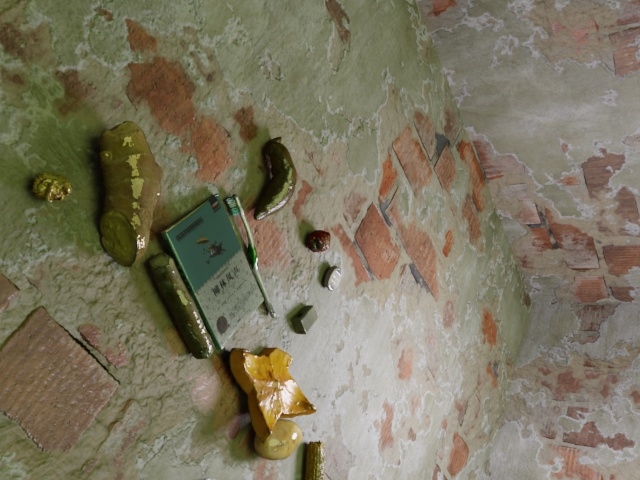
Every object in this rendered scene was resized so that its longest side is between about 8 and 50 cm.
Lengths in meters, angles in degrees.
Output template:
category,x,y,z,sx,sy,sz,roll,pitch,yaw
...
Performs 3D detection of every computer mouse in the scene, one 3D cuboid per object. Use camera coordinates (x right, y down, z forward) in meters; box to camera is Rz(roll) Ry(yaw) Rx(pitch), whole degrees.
category,x,y,z,sx,sy,sz,roll,pitch,yaw
computer mouse,0.041,0.136,2.167,0.066,0.039,0.096,50,58,-37

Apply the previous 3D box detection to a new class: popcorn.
category,x,y,z,sx,sy,sz,roll,pitch,yaw
popcorn,-0.592,-0.117,1.324,0.082,0.083,0.057,-33,143,-72

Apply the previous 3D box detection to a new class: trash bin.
category,x,y,z,sx,sy,sz,roll,pitch,yaw
trash bin,-0.052,0.268,2.032,0.092,0.043,0.061,-45,122,-49

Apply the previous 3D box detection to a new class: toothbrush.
category,x,y,z,sx,sy,sz,roll,pitch,yaw
toothbrush,-0.203,0.054,1.848,0.040,0.042,0.418,-26,109,-20

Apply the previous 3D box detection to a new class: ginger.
category,x,y,z,sx,sy,sz,roll,pitch,yaw
ginger,-0.465,-0.112,1.458,0.190,0.126,0.354,15,78,-62

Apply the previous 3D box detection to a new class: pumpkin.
category,x,y,z,sx,sy,sz,roll,pitch,yaw
pumpkin,-0.151,0.433,1.814,0.258,0.095,0.290,-14,82,-56

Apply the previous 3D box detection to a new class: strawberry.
category,x,y,z,sx,sy,sz,roll,pitch,yaw
strawberry,0.000,0.000,2.095,0.096,0.083,0.083,-29,110,-59

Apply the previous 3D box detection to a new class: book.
category,x,y,z,sx,sy,sz,roll,pitch,yaw
book,-0.296,0.084,1.713,0.264,0.031,0.379,-51,126,-53

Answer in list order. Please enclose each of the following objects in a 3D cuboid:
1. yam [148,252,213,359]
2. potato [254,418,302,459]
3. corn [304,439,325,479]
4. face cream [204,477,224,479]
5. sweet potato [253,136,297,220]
category,x,y,z,sx,sy,sz,roll,pitch,yaw
yam,-0.369,0.178,1.596,0.071,0.067,0.317,-24,113,-12
potato,-0.131,0.612,1.841,0.178,0.109,0.118,11,98,-47
corn,-0.020,0.774,2.005,0.068,0.068,0.207,11,78,-52
face cream,-0.244,0.729,1.729,0.243,0.058,0.092,20,76,-44
sweet potato,-0.136,-0.190,1.918,0.124,0.098,0.310,20,72,-27
